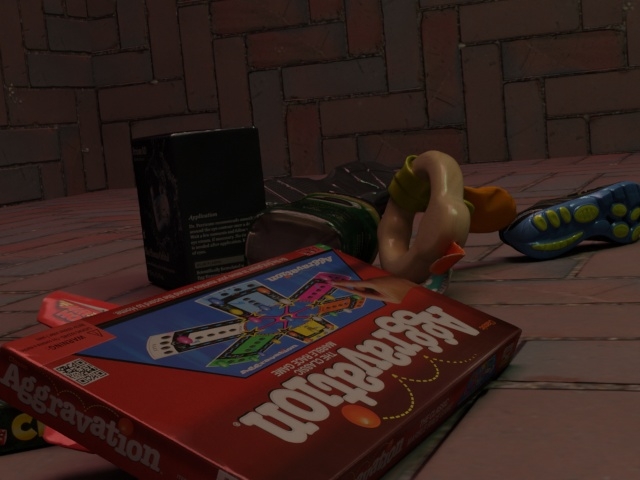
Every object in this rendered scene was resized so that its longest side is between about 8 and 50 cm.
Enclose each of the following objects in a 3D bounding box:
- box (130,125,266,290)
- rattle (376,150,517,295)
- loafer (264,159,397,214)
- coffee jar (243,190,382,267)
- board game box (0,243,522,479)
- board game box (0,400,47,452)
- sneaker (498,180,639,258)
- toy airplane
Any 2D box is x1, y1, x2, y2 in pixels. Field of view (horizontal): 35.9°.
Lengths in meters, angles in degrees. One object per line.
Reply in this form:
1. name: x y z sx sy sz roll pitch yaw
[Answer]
1. box: -0.123 -0.033 1.007 0.093 0.158 0.156 -8 7 -24
2. rattle: 0.131 0.008 0.874 0.142 0.130 0.200 34 6 -22
3. loafer: -0.002 -0.028 1.276 0.109 0.095 0.302 34 33 28
4. coffee jar: 0.000 0.000 0.949 0.096 0.079 0.184 12 12 15
5. board game box: -0.007 0.058 0.496 0.145 0.027 0.281 24 19 22
6. board game box: -0.121 0.083 0.590 0.259 0.030 0.136 -8 5 -20
7. sneaker: 0.265 -0.025 1.026 0.188 0.067 0.078 -12 15 -27
8. toy airplane: -0.082 0.071 0.499 0.151 0.028 0.151 11 24 -5
